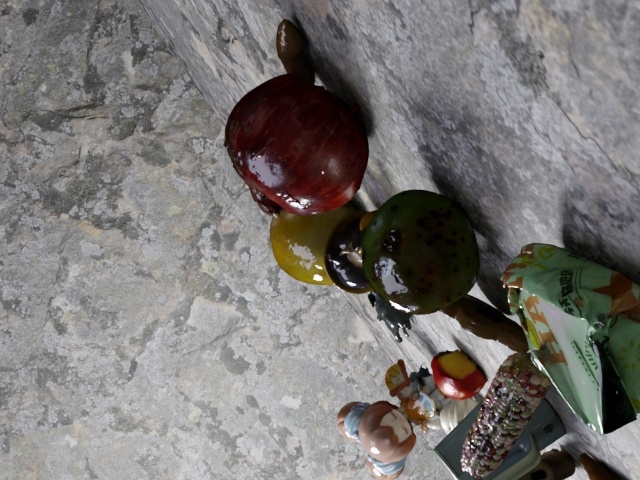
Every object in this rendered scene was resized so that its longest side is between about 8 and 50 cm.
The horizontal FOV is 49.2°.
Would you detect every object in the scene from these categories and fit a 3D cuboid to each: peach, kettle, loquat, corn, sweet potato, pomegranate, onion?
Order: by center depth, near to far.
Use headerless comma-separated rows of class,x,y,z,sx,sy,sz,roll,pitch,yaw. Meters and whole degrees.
pomegranate,0.173,0.022,1.131,0.248,0.202,0.202,13,-150,-50
sweet potato,0.547,0.469,1.251,0.057,0.057,0.264,58,176,-33
corn,0.335,0.320,1.272,0.092,0.092,0.281,48,131,43
onion,-0.046,-0.166,1.293,0.276,0.276,0.276,53,173,9
sweet potato,-0.047,-0.336,1.317,0.065,0.051,0.218,49,172,30
kettle,0.366,0.414,1.418,0.160,0.243,0.210,56,172,-19
peach,0.356,0.353,1.792,0.151,0.151,0.118,60,-145,-43
loquat,0.000,0.000,1.853,0.284,0.276,0.276,41,166,50

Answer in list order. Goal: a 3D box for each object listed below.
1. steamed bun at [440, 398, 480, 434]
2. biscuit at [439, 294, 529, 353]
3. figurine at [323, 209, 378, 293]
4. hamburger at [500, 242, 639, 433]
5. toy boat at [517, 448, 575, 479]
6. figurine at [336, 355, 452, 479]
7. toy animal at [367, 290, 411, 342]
steamed bun,0.425,0.537,2.021,0.182,0.106,0.183,28,149,18
biscuit,0.272,0.127,1.205,0.179,0.039,0.236,21,-173,-11
figurine,0.106,0.009,1.550,0.257,0.192,0.167,129,134,-60
hamburger,0.312,0.118,0.823,0.235,0.125,0.214,61,177,-22
toy boat,0.463,0.485,1.464,0.226,0.088,0.068,3,-118,-47
figurine,0.260,0.547,2.199,0.277,0.388,0.248,50,174,13
toy animal,0.202,0.200,2.193,0.269,0.082,0.137,54,172,37
